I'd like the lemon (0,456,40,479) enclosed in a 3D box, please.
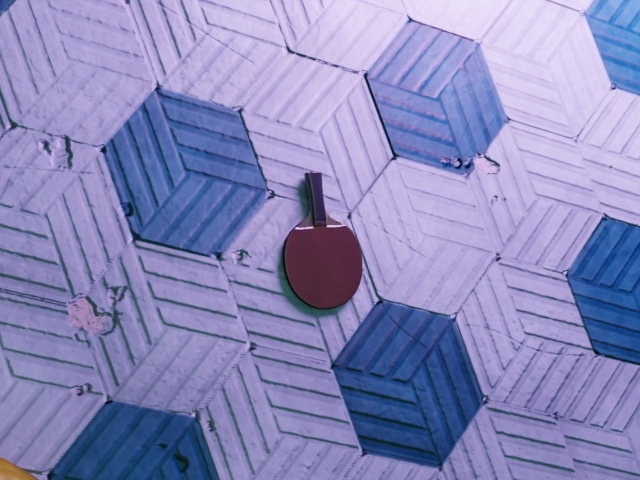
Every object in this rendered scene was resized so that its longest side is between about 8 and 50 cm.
[{"bbox_3d":[-0.351,0.329,1.038,0.336,0.336,0.336,4,78,-20],"label":"lemon"}]

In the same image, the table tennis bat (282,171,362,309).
[{"bbox_3d":[0.000,0.000,1.405,0.095,0.014,0.158,-4,83,-20],"label":"table tennis bat"}]
